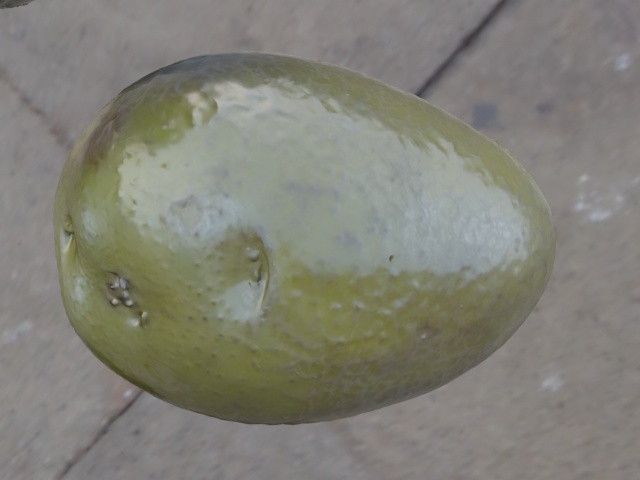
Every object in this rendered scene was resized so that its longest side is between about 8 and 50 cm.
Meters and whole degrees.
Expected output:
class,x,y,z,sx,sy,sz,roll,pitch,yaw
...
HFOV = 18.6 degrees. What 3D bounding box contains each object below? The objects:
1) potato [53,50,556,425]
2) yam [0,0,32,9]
class,x,y,z,sx,sy,sz,roll,pitch,yaw
potato,0.000,0.000,0.936,0.251,0.174,0.159,1,50,-21
yam,-0.251,-0.291,1.774,0.254,0.154,0.154,-26,84,-47
